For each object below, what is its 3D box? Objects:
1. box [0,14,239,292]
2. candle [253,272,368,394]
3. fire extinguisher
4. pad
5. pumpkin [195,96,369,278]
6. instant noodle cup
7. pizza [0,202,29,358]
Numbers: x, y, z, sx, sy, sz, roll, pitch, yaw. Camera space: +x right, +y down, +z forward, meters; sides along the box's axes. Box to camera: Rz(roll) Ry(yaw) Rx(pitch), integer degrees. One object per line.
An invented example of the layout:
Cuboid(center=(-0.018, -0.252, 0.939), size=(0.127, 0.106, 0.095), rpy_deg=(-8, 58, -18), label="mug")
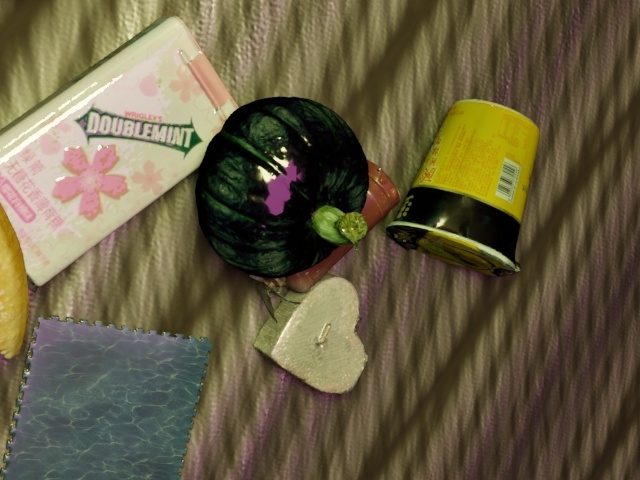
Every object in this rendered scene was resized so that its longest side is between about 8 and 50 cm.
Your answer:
Cuboid(center=(-0.292, -0.116, 1.159), size=(0.369, 0.112, 0.190), rpy_deg=(-38, 114, -13), label="box")
Cuboid(center=(-0.015, 0.150, 1.369), size=(0.168, 0.068, 0.192), rpy_deg=(-12, 104, -27), label="candle")
Cuboid(center=(0.000, 0.000, 1.327), size=(0.269, 0.104, 0.105), rpy_deg=(-43, 115, -13), label="fire extinguisher")
Cuboid(center=(-0.305, 0.250, 1.277), size=(0.269, 0.012, 0.269), rpy_deg=(10, 95, -28), label="pad")
Cuboid(center=(-0.030, -0.053, 1.159), size=(0.248, 0.248, 0.248), rpy_deg=(-5, 103, -25), label="pumpkin")
Cuboid(center=(0.239, -0.084, 1.385), size=(0.215, 0.215, 0.236), rpy_deg=(25, 82, -28), label="instant noodle cup")
Cuboid(center=(-0.455, -0.006, 1.026), size=(0.182, 0.074, 0.365), rpy_deg=(-25, 115, 7), label="pizza")
